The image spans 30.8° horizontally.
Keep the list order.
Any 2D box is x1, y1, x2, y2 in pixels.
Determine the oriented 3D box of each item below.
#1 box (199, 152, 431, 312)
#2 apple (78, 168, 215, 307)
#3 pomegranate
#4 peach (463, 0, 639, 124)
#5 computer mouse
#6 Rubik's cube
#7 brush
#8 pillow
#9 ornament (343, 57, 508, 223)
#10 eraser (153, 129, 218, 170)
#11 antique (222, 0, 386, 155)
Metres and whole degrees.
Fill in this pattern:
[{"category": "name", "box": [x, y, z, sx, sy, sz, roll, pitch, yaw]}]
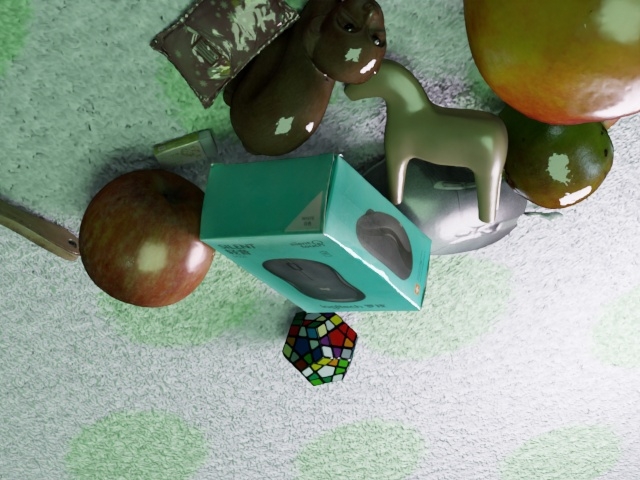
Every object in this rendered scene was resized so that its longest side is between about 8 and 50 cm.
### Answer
[{"category": "box", "box": [0.000, 0.000, 1.622, 0.205, 0.118, 0.311, -5, 155, 29]}, {"category": "apple", "box": [-0.235, -0.006, 1.611, 0.188, 0.188, 0.174, 13, 127, -27]}, {"category": "pomegranate", "box": [0.349, -0.146, 1.652, 0.209, 0.180, 0.180, -40, 134, 0]}, {"category": "peach", "box": [0.326, -0.285, 1.405, 0.307, 0.308, 0.332, 8, 136, -23]}, {"category": "computer mouse", "box": [0.215, -0.039, 1.776, 0.379, 0.090, 0.167, 4, 135, -21]}, {"category": "Rubik's cube", "box": [0.000, 0.173, 1.914, 0.133, 0.133, 0.112, -42, 157, 26]}, {"category": "brush", "box": [-0.448, -0.061, 1.593, 0.065, 0.070, 0.327, -44, 131, 15]}, {"category": "pillow", "box": [-0.123, -0.265, 1.473, 0.185, 0.043, 0.118, -39, 107, 22]}, {"category": "ornament", "box": [0.144, -0.149, 1.607, 0.230, 0.061, 0.245, 10, 131, 15]}, {"category": "eraser", "box": [-0.188, -0.126, 1.623, 0.083, 0.019, 0.038, -18, 138, 3]}, {"category": "antique", "box": [-0.016, -0.214, 1.495, 0.257, 0.143, 0.121, -36, 131, 19]}]
